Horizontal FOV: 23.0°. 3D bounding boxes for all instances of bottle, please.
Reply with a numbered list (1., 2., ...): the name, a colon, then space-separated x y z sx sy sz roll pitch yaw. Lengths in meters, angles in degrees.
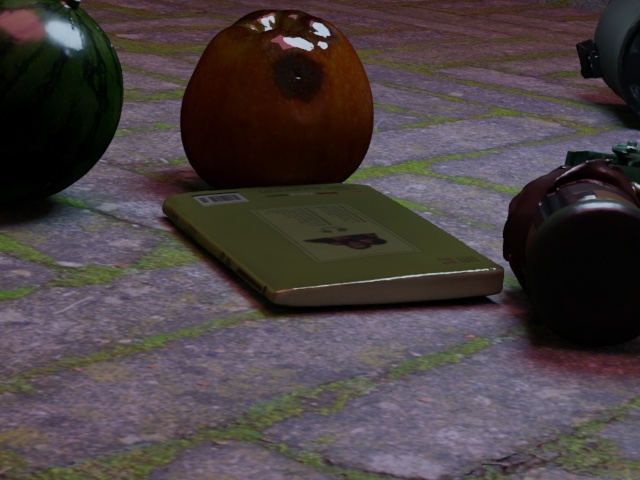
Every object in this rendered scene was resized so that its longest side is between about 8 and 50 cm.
1. bottle: 0.251 -0.004 1.471 0.156 0.143 0.271 5 14 1

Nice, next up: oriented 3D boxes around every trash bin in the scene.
1. trash bin: 0.564 -0.299 2.519 0.277 0.217 0.262 -16 15 6

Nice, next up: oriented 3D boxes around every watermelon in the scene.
1. watermelon: -0.330 -0.157 1.671 0.242 0.242 0.242 4 15 -1

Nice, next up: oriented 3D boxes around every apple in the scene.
1. apple: -0.055 -0.159 1.823 0.230 0.230 0.230 4 15 -1

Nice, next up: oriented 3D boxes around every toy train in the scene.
1. toy train: 0.399 -0.069 1.876 0.200 0.083 0.132 9 2 -14

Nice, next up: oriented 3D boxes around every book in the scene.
1. book: 0.000 0.000 1.587 0.239 0.035 0.352 -3 17 -22
